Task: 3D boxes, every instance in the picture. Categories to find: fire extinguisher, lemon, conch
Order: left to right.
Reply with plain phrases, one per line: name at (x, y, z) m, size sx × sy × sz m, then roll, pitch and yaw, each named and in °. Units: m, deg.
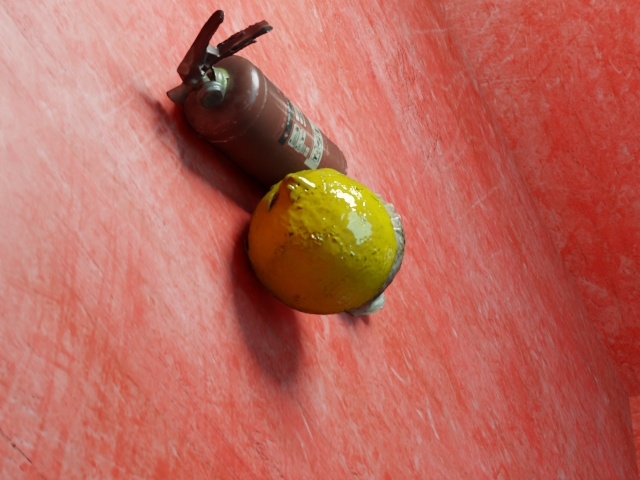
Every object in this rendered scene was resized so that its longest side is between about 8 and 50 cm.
fire extinguisher at (-0.067, -0.155, 1.410) m, size 0.106 × 0.147 × 0.337 m, roll 53°, pitch 7°, yaw 33°
lemon at (0.000, 0.000, 1.416) m, size 0.206 × 0.173 × 0.174 m, roll 55°, pitch 27°, yaw -39°
conch at (0.051, 0.022, 1.672) m, size 0.155 × 0.130 × 0.207 m, roll -33°, pitch 132°, yaw -35°
